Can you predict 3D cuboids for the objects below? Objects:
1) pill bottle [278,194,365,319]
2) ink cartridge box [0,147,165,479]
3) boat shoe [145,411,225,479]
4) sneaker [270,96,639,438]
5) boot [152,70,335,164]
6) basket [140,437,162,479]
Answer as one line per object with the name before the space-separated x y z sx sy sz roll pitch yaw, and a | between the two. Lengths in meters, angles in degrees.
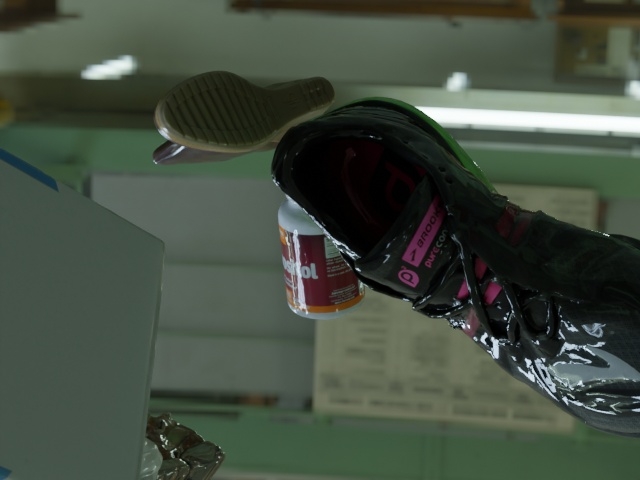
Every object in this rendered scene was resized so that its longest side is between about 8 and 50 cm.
pill bottle | 0.000 0.000 1.770 0.086 0.152 0.086 -5 -155 2
ink cartridge box | -0.263 0.084 1.004 0.270 0.197 0.198 -22 141 36
boat shoe | -0.214 0.260 1.923 0.116 0.123 0.324 42 -175 11
sneaker | 0.141 0.031 1.488 0.483 0.185 0.202 32 -158 30
boot | -0.124 -0.114 1.825 0.248 0.090 0.207 -12 172 -44
basket | -0.347 0.277 1.416 0.266 0.331 0.328 2 159 26
